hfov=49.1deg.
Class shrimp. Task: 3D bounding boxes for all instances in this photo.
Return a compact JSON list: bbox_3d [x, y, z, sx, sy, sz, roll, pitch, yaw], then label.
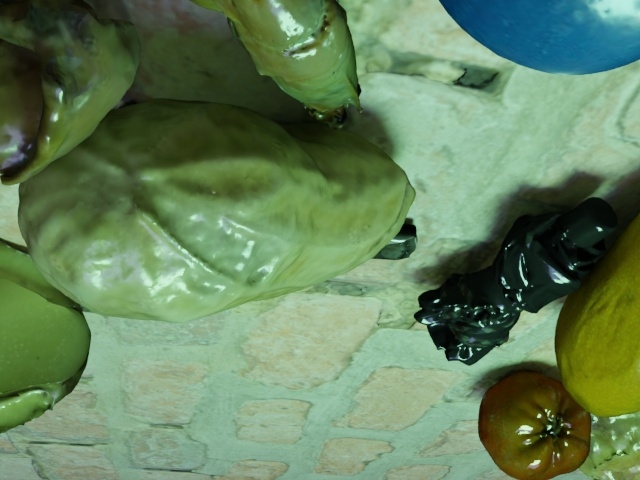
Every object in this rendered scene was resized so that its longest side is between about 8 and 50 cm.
[{"bbox_3d":[-0.027,-0.137,0.467,0.061,0.145,0.267,-55,158,7],"label":"shrimp"}]

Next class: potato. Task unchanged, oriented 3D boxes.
[{"bbox_3d":[-0.432,0.122,0.804,0.285,0.243,0.242,-12,159,-34],"label":"potato"}]

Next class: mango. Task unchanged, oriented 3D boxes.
[{"bbox_3d":[0.340,0.081,0.754,0.143,0.187,0.359,18,151,14],"label":"mango"}]

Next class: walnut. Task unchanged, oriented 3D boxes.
[{"bbox_3d":[-0.219,-0.148,0.399,0.204,0.141,0.238,-21,109,26],"label":"walnut"}]

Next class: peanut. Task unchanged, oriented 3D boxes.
[{"bbox_3d":[-0.066,-0.026,0.554,0.340,0.158,0.174,-3,134,-56],"label":"peanut"}]

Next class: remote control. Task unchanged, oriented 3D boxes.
[{"bbox_3d":[0.000,0.000,0.764,0.211,0.028,0.059,1,148,-2],"label":"remote control"}]

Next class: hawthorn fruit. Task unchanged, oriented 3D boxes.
[{"bbox_3d":[0.339,0.301,1.134,0.189,0.189,0.189,0,149,0],"label":"hawthorn fruit"}]

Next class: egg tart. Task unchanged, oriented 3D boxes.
[{"bbox_3d":[0.559,0.347,1.241,0.351,0.150,0.352,-1,145,-1],"label":"egg tart"}]

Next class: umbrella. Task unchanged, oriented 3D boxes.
[{"bbox_3d":[0.215,0.040,0.768,0.121,0.110,0.272,13,142,-21],"label":"umbrella"}]

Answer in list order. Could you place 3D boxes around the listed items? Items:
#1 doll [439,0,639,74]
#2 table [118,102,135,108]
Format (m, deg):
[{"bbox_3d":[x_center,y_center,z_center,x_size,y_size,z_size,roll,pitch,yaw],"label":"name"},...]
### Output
[{"bbox_3d":[0.085,-0.187,0.358,0.256,0.161,0.215,23,159,-7],"label":"doll"},{"bbox_3d":[-0.174,-0.062,0.618,0.083,0.070,0.082,-12,148,20],"label":"table"}]
